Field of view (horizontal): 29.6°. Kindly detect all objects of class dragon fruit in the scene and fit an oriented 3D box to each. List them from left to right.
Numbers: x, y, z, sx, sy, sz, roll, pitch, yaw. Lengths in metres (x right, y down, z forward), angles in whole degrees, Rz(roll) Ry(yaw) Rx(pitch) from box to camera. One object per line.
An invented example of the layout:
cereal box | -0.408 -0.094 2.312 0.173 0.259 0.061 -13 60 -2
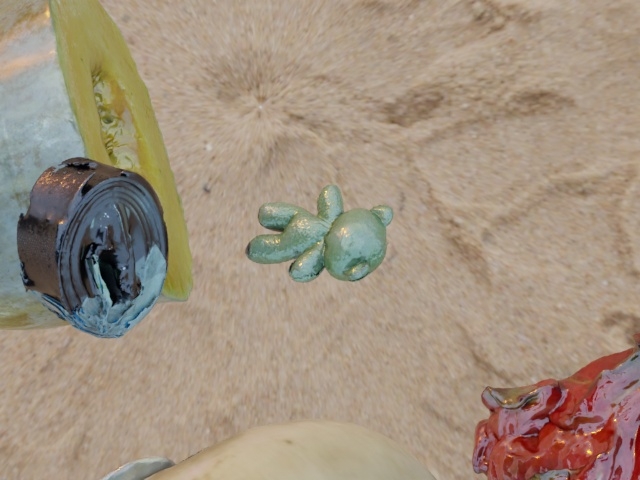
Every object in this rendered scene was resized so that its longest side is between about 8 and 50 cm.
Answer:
dragon fruit | 0.323 0.224 1.244 0.329 0.286 0.228 15 124 7

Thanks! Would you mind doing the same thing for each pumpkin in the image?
pumpkin | -0.263 -0.075 1.113 0.199 0.332 0.332 -17 97 8

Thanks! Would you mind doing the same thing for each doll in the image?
doll | 0.000 0.000 1.225 0.150 0.077 0.115 11 60 25

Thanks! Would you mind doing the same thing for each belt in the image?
belt | -0.162 0.008 0.882 0.105 0.058 0.140 -38 135 -34

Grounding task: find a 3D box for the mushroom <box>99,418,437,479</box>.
mushroom | -0.041 0.192 0.615 0.246 0.202 0.246 -21 132 -24
